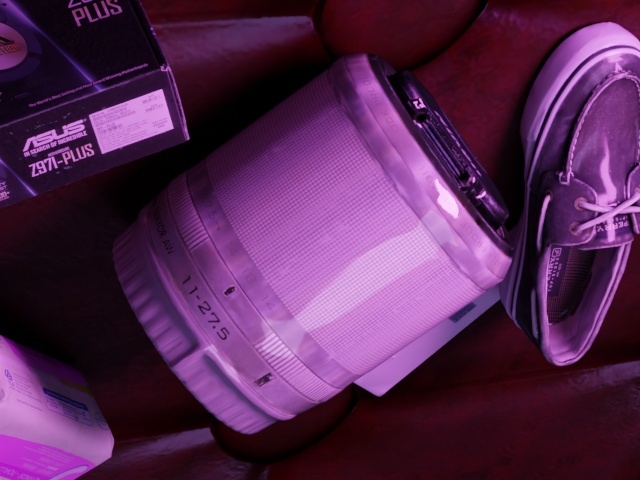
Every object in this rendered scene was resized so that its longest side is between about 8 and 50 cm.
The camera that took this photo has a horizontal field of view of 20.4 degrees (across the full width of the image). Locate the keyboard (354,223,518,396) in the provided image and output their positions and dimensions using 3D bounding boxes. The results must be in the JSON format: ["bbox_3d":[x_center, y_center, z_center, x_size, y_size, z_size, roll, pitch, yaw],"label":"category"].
[{"bbox_3d":[0.132,0.065,1.739,0.256,0.014,0.072,-40,144,16],"label":"keyboard"}]

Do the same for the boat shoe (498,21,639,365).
[{"bbox_3d":[0.246,-0.032,1.601,0.121,0.119,0.335,-10,130,-18],"label":"boat shoe"}]

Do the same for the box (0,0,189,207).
[{"bbox_3d":[-0.203,-0.112,1.257,0.180,0.147,0.077,-20,140,-7],"label":"box"}]

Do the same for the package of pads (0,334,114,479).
[{"bbox_3d":[-0.345,0.195,1.507,0.296,0.101,0.229,-32,158,7],"label":"package of pads"}]

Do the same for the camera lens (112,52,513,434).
[{"bbox_3d":[0.000,0.000,1.432,0.274,0.219,0.219,-35,140,10],"label":"camera lens"}]
